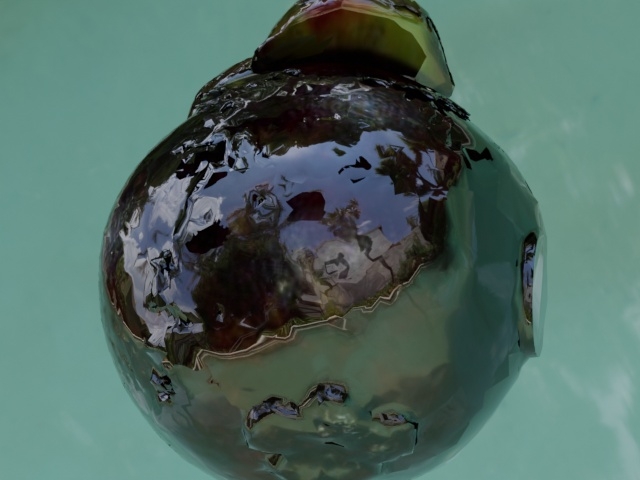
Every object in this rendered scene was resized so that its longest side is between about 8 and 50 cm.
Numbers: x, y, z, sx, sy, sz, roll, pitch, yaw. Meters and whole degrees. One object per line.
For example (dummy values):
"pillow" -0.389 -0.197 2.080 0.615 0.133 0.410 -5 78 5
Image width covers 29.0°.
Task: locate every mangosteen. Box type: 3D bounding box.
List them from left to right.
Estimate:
"mangosteen" 0.017 0.008 1.040 0.381 0.381 0.421 -4 50 41
